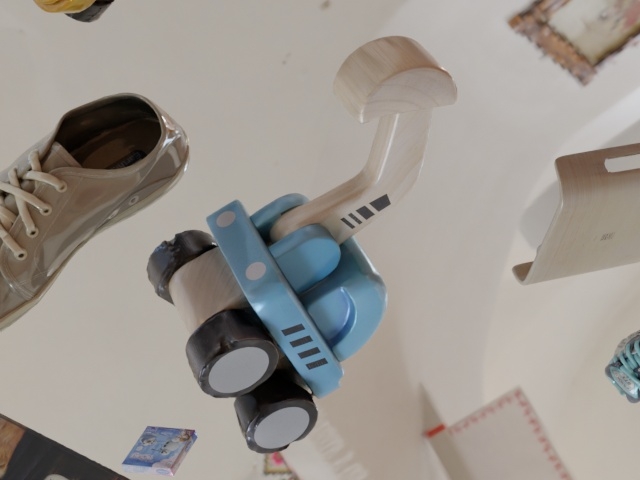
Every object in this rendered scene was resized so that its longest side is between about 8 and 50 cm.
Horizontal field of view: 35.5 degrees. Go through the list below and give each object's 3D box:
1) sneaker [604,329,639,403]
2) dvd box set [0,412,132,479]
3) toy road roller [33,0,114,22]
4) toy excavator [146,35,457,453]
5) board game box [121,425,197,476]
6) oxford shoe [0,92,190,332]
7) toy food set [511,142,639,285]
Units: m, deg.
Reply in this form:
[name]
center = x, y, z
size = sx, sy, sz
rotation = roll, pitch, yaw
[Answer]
[sneaker]
center = 0.389, 0.138, 1.113
size = 0.110, 0.122, 0.283
rotation = 60, 180, 15
[dvd box set]
center = -0.359, 0.369, 0.913
size = 0.307, 0.420, 0.062
rotation = 20, 156, 25
[toy road roller]
center = -0.379, -0.468, 1.357
size = 0.240, 0.202, 0.329
rotation = -14, -104, -49
[toy excavator]
center = 0.000, 0.000, 1.285
size = 0.222, 0.445, 0.433
rotation = 55, 176, 44
[board game box]
center = -0.253, 0.331, 1.578
size = 0.090, 0.090, 0.020
rotation = -60, -38, -51
[oxford shoe]
center = -0.345, -0.032, 1.180
size = 0.169, 0.449, 0.130
rotation = 42, 158, 21
[toy food set]
center = 0.436, -0.044, 1.571
size = 0.306, 0.219, 0.092
rotation = 95, 162, -58
